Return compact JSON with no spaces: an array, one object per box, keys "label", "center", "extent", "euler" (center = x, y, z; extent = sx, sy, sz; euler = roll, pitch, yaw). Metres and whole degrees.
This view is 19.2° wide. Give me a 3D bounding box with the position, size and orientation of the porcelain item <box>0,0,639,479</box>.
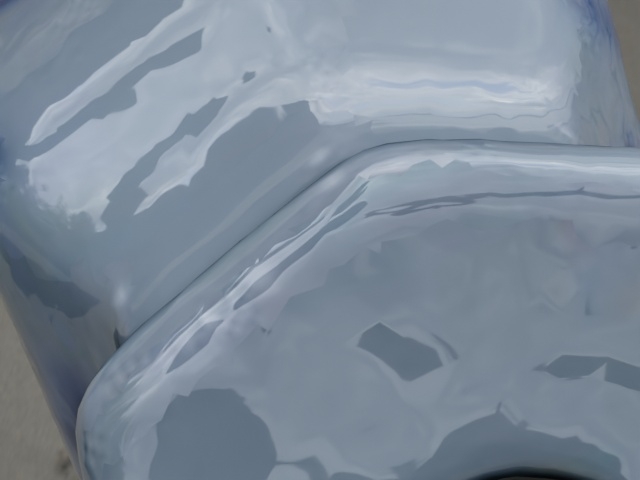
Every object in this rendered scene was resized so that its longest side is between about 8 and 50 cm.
[{"label":"porcelain item","center":[0.000,0.000,0.561],"extent":[0.178,0.405,0.242],"euler":[-20,114,-3]}]
